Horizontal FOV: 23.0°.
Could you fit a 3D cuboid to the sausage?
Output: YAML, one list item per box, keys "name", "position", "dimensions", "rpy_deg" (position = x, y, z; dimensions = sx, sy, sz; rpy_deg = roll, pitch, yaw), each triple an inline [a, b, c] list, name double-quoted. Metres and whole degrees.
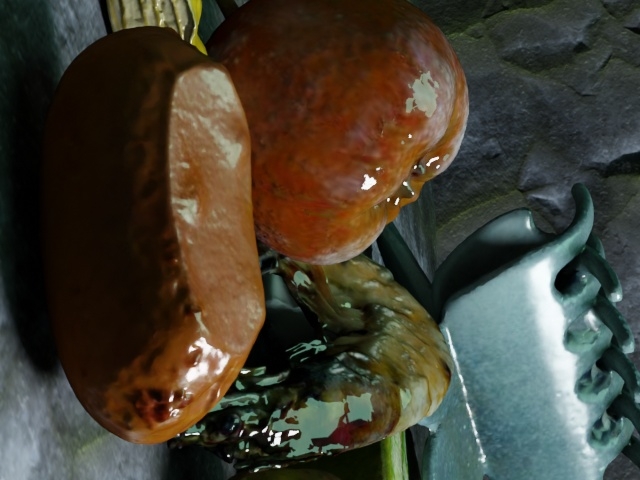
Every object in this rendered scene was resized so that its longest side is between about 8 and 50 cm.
- name: "sausage"
  position: [-0.108, -0.007, 0.951]
  dimensions: [0.133, 0.133, 0.258]
  rpy_deg: [46, 37, -73]

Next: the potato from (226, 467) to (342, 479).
- name: "potato"
  position: [-0.010, 0.354, 1.187]
  dimensions: [0.195, 0.176, 0.369]
  rpy_deg: [169, -81, -73]

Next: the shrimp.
- name: "shrimp"
  position: [-0.029, 0.078, 1.290]
  dimensions: [0.365, 0.071, 0.233]
  rpy_deg: [-11, 58, -50]

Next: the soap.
- name: "soap"
  position: [0.000, 0.000, 1.603]
  dimensions: [0.150, 0.094, 0.261]
  rpy_deg: [71, 17, -50]

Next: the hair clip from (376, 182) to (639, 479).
- name: "hair clip"
  position: [0.197, 0.126, 1.595]
  dimensions: [0.392, 0.238, 0.318]
  rpy_deg: [-92, 167, -64]

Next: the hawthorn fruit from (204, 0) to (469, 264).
- name: "hawthorn fruit"
  position: [-0.009, -0.100, 1.303]
  dimensions: [0.235, 0.263, 0.231]
  rpy_deg: [-78, 175, -63]

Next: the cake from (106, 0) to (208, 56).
- name: "cake"
  position: [-0.110, -0.159, 1.172]
  dimensions: [0.116, 0.080, 0.185]
  rpy_deg: [-62, 140, -67]

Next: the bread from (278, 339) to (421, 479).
- name: "bread"
  position: [0.029, 0.283, 1.489]
  dimensions: [0.366, 0.129, 0.382]
  rpy_deg: [14, 68, -82]
